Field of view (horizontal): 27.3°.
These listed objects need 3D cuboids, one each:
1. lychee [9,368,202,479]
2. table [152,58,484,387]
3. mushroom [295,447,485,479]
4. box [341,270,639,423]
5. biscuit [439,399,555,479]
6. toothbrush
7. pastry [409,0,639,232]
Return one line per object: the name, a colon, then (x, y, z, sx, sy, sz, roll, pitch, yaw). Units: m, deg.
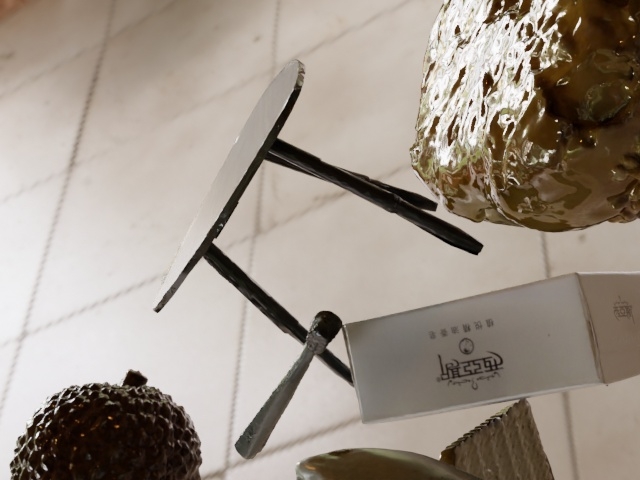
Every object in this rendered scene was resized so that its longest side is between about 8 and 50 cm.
lychee: (-0.268, 0.289, 1.626, 0.236, 0.236, 0.271, 0, 58, 43)
table: (0.000, 0.000, 1.436, 0.317, 0.249, 0.317, -57, 10, 16)
mushroom: (0.113, 0.223, 1.002, 0.270, 0.118, 0.103, 7, 84, 30)
box: (0.194, 0.111, 1.389, 0.274, 0.203, 0.116, -15, 83, 31)
biscuit: (0.203, 0.280, 1.449, 0.029, 0.172, 0.254, -18, -3, 29)
toothbrush: (-0.039, 0.158, 1.366, 0.030, 0.030, 0.297, -58, -1, -39)
pastry: (0.190, -0.122, 0.990, 0.255, 0.162, 0.311, -70, 16, -1)
